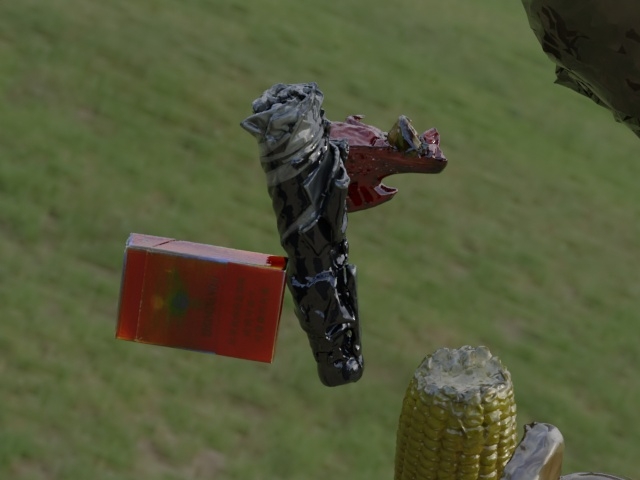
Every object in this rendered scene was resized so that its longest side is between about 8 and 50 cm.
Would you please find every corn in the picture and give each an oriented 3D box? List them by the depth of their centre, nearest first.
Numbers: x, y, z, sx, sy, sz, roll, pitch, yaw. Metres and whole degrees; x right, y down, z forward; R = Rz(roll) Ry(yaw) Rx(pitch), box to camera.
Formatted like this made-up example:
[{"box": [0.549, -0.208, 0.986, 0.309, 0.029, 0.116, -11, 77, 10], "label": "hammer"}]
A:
[{"box": [0.134, 0.252, 1.973, 0.131, 0.344, 0.131, -2, 38, 2], "label": "corn"}]

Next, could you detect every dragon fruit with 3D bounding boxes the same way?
[{"box": [0.049, -0.085, 2.273, 0.192, 0.122, 0.092, -1, -1, 7], "label": "dragon fruit"}]

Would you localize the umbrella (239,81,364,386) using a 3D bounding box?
[{"box": [0.004, -0.003, 2.171, 0.106, 0.357, 0.113, -6, 25, 14], "label": "umbrella"}]

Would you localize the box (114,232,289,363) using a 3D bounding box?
[{"box": [-0.127, 0.062, 2.126, 0.175, 0.112, 0.048, 10, 18, 1], "label": "box"}]

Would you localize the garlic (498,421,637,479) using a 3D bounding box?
[{"box": [0.227, 0.302, 1.498, 0.325, 0.132, 0.279, 41, 60, 13], "label": "garlic"}]

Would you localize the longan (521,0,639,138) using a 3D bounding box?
[{"box": [0.390, -0.272, 2.067, 0.391, 0.391, 0.391, 21, 13, -5], "label": "longan"}]
